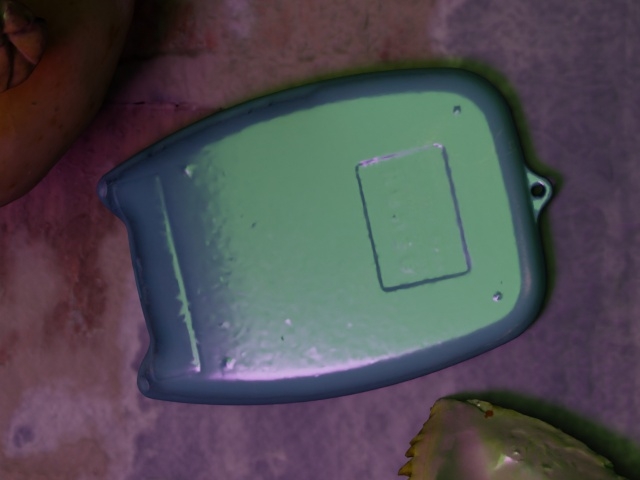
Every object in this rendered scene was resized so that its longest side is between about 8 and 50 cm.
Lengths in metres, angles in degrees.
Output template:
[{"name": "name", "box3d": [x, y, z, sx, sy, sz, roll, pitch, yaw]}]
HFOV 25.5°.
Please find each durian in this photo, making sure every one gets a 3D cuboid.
[{"name": "durian", "box3d": [0.210, 0.237, 1.025, 0.355, 0.157, 0.169, 18, 86, 21]}]

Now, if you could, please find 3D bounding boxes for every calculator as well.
[{"name": "calculator", "box3d": [0.000, 0.000, 1.150, 0.386, 0.054, 0.256, -13, 87, 17]}]

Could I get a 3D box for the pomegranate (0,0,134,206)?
[{"name": "pomegranate", "box3d": [-0.336, -0.190, 1.085, 0.411, 0.411, 0.411, 1, 92, 21]}]
